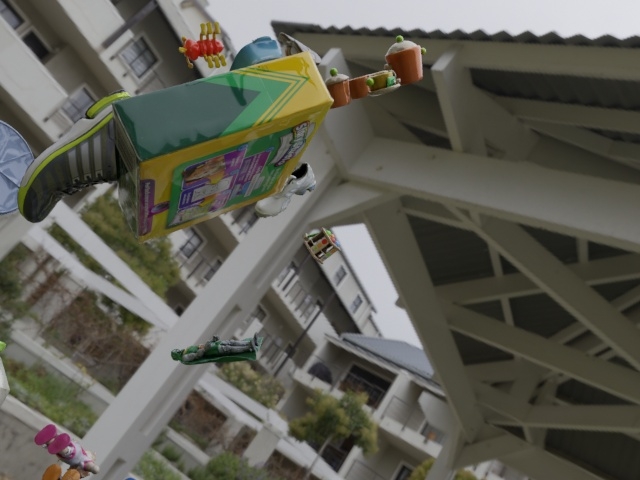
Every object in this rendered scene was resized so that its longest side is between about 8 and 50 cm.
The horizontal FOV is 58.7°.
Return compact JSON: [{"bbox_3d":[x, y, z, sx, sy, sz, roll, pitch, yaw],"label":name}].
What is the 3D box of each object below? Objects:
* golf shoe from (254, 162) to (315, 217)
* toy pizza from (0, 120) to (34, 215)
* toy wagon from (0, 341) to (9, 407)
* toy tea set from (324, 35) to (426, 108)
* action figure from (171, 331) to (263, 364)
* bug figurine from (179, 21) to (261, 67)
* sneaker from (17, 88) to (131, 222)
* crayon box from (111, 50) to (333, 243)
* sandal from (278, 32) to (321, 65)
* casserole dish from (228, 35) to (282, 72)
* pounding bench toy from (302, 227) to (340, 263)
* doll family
[{"bbox_3d":[-0.090,-0.127,1.367,0.069,0.176,0.086,40,-24,26],"label":"golf shoe"},{"bbox_3d":[-0.671,-0.149,1.151,0.032,0.201,0.201,-5,-41,26],"label":"toy pizza"},{"bbox_3d":[-0.834,0.301,1.190,0.344,0.267,0.068,17,-21,9],"label":"toy wagon"},{"bbox_3d":[0.132,-0.442,1.472,0.199,0.336,0.125,-5,-70,36],"label":"toy tea set"},{"bbox_3d":[-0.274,0.281,1.457,0.137,0.232,0.064,-56,135,-79],"label":"action figure"},{"bbox_3d":[-0.189,-0.318,1.227,0.072,0.216,0.279,11,-69,56],"label":"bug figurine"},{"bbox_3d":[-0.429,-0.136,1.049,0.121,0.300,0.111,44,2,-2],"label":"sneaker"},{"bbox_3d":[-0.180,-0.144,0.975,0.106,0.313,0.363,62,-24,9],"label":"crayon box"},{"bbox_3d":[-0.053,-0.413,1.260,0.072,0.049,0.180,21,19,-36],"label":"sandal"},{"bbox_3d":[-0.137,-0.321,1.138,0.037,0.114,0.188,51,-44,13],"label":"casserole dish"},{"bbox_3d":[0.000,0.000,1.356,0.083,0.065,0.052,57,9,30],"label":"pounding bench toy"},{"bbox_3d":[-0.340,0.396,0.859,0.262,0.118,0.163,22,-32,21],"label":"doll family"}]
